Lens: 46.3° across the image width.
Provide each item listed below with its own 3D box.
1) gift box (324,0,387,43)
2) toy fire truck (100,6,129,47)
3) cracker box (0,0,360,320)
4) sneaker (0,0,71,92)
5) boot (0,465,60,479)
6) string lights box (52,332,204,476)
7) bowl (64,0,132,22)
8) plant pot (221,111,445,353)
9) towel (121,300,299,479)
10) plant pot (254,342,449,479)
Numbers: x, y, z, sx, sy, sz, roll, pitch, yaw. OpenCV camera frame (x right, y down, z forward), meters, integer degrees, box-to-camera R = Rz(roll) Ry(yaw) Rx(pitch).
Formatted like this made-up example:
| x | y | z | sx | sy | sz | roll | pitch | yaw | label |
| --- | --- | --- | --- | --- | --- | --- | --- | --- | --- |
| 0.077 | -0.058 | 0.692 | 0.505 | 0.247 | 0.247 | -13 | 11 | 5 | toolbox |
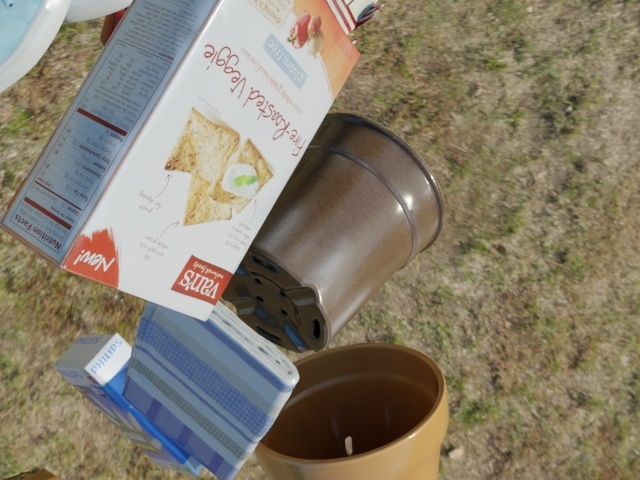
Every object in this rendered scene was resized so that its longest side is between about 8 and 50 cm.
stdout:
| x | y | z | sx | sy | sz | roll | pitch | yaw | label |
| --- | --- | --- | --- | --- | --- | --- | --- | --- | --- |
| -0.034 | -0.528 | 1.605 | 0.276 | 0.255 | 0.258 | -46 | 125 | -22 | gift box |
| -0.336 | -0.362 | 1.471 | 0.217 | 0.246 | 0.158 | 22 | 125 | -11 | toy fire truck |
| -0.079 | -0.073 | 0.494 | 0.067 | 0.156 | 0.232 | 29 | 87 | 28 | cracker box |
| -0.463 | -0.257 | 0.933 | 0.366 | 0.135 | 0.150 | -44 | 150 | 8 | sneaker |
| -0.606 | 0.475 | 1.337 | 0.211 | 0.295 | 0.104 | -15 | 92 | -49 | boot |
| -0.290 | 0.261 | 1.199 | 0.259 | 0.133 | 0.076 | 51 | 56 | -22 | string lights box |
| -0.391 | -0.447 | 1.248 | 0.142 | 0.053 | 0.141 | -15 | 88 | 2 | bowl |
| 0.000 | 0.000 | 0.666 | 0.167 | 0.167 | 0.165 | 54 | 54 | -18 | plant pot |
| -0.148 | 0.175 | 0.928 | 0.209 | 0.034 | 0.285 | 38 | 135 | 10 | towel |
| 0.056 | 0.310 | 1.100 | 0.291 | 0.291 | 0.203 | -16 | 111 | -5 | plant pot |
